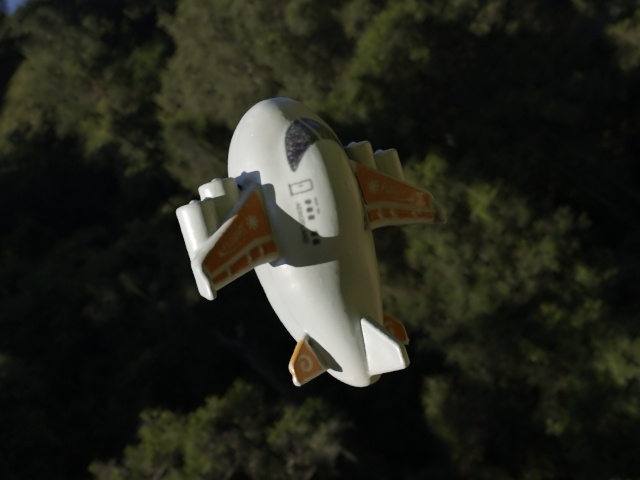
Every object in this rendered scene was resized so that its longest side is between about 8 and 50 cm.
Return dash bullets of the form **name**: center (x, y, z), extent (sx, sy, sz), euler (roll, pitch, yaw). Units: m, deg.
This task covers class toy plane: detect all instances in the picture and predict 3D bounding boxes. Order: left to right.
- **toy plane**: center (0.000, 0.000, 1.119), extent (0.245, 0.245, 0.117), euler (-48, 16, -31)
